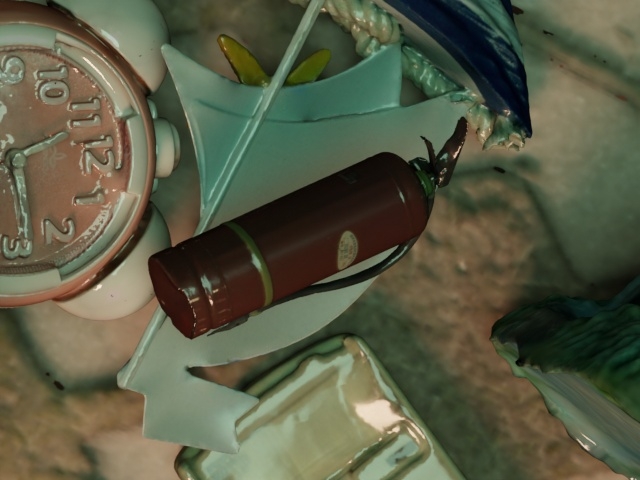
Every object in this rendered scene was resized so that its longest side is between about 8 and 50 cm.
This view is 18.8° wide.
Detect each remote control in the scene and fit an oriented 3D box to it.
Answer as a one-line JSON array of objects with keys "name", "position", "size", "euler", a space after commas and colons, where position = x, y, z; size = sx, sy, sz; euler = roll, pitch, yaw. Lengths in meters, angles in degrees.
[{"name": "remote control", "position": [0.049, 0.187, 0.993], "size": [0.123, 0.038, 0.285], "euler": [-38, 97, -6]}]

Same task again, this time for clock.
[{"name": "clock", "position": [-0.148, -0.043, 0.922], "size": [0.162, 0.093, 0.166], "euler": [-2, 99, -18]}]

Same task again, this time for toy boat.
[{"name": "toy boat", "position": [-0.008, -0.033, 0.923], "size": [0.220, 0.067, 0.291], "euler": [28, 81, -30]}]

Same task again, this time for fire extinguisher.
[{"name": "fire extinguisher", "position": [0.000, 0.000, 0.897], "size": [0.157, 0.078, 0.045], "euler": [-25, 53, -18]}]

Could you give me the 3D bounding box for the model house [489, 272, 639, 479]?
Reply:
[{"name": "model house", "position": [0.247, 0.044, 0.898], "size": [0.226, 0.261, 0.241], "euler": [44, 87, -10]}]
